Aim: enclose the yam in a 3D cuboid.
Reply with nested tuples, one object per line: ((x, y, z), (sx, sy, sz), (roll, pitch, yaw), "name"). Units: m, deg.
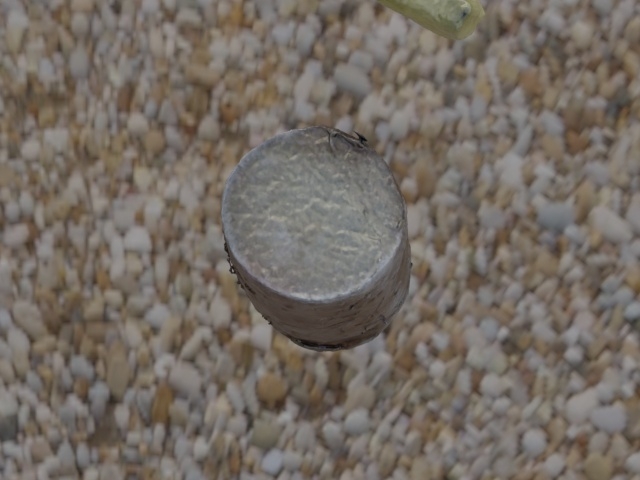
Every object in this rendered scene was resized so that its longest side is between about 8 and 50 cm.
((0.001, 0.001, 0.719), (0.079, 0.141, 0.079), (-1, 78, 4), "yam")

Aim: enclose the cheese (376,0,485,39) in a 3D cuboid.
((0.035, -0.117, 0.776), (0.083, 0.044, 0.030), (35, 98, -13), "cheese")
